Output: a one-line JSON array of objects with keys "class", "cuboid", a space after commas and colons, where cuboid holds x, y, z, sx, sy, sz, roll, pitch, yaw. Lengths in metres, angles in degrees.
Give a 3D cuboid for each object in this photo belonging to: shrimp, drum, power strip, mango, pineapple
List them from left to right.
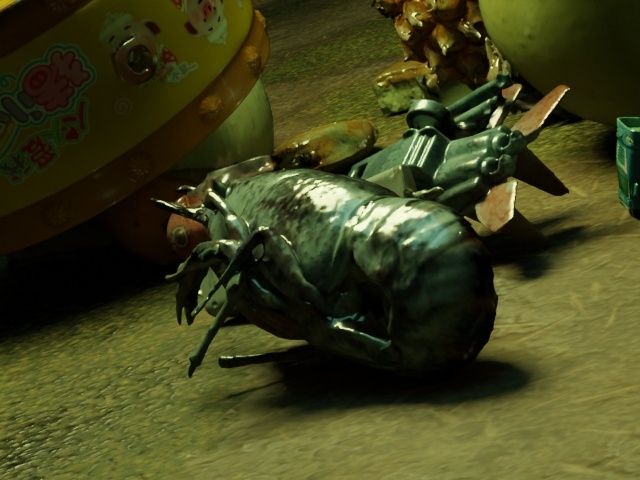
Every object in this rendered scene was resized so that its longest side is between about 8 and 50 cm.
[{"class": "drum", "cuboid": [-0.271, -0.181, 1.812, 0.431, 0.214, 0.431, -24, 26, 12]}, {"class": "mango", "cuboid": [-0.164, -0.022, 1.777, 0.105, 0.084, 0.159, 24, -11, -29]}, {"class": "shrimp", "cuboid": [-0.031, 0.021, 1.283, 0.172, 0.137, 0.372, -6, 4, -39]}, {"class": "shrimp", "cuboid": [-0.011, -0.086, 1.959, 0.115, 0.051, 0.217, -18, 11, 24]}, {"class": "power strip", "cuboid": [0.000, 0.000, 1.435, 0.253, 0.060, 0.027, -21, -23, 39]}, {"class": "pineapple", "cuboid": [0.215, -0.214, 1.944, 0.262, 0.262, 0.271, -19, 35, -8]}]

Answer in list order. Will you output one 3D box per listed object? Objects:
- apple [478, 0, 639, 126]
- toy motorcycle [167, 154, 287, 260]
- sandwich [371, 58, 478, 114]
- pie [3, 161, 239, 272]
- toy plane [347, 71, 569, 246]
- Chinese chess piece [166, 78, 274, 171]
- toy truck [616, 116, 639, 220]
[{"class": "apple", "cuboid": [0.300, -0.268, 1.653, 0.357, 0.357, 0.357, -16, 12, 4]}, {"class": "toy motorcycle", "cuboid": [-0.069, -0.025, 1.686, 0.118, 0.084, 0.212, -25, -2, 9]}, {"class": "sandwich", "cuboid": [0.151, -0.207, 2.239, 0.212, 0.063, 0.245, -22, 13, -18]}, {"class": "pie", "cuboid": [-0.183, -0.031, 1.916, 0.282, 0.068, 0.128, -13, 13, 1]}, {"class": "toy plane", "cuboid": [0.054, -0.032, 1.508, 0.326, 0.104, 0.223, -11, 42, 43]}, {"class": "Chinese chess piece", "cuboid": [-0.226, -0.113, 2.148, 0.349, 0.146, 0.349, -16, 12, 3]}, {"class": "toy truck", "cuboid": [0.299, -0.050, 1.365, 0.175, 0.081, 0.067, 2, 13, -2]}]
